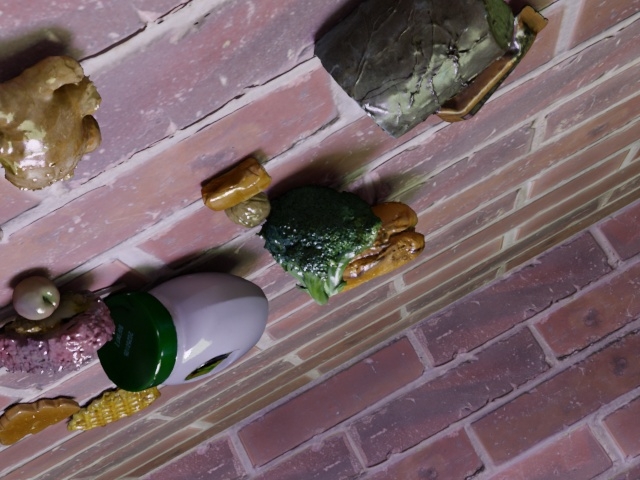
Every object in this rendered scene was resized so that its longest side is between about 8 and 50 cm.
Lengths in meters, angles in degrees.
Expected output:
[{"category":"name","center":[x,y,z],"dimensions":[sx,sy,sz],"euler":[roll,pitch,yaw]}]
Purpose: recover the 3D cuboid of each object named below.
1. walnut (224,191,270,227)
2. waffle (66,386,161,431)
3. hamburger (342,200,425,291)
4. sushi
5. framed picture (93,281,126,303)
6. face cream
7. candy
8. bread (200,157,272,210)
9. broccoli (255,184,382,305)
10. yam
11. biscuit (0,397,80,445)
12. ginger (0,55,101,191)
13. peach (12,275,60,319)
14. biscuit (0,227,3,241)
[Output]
[{"category":"walnut","center":[-0.143,-0.066,1.440],"dimensions":[0.092,0.092,0.092],"euler":[-26,160,-10]},{"category":"waffle","center":[-0.625,0.509,2.231],"dimensions":[0.291,0.051,0.291],"euler":[-24,158,-11]},{"category":"hamburger","center":[0.104,0.016,1.801],"dimensions":[0.290,0.170,0.314],"euler":[-25,177,-35]},{"category":"sushi","center":[-0.518,0.169,1.418],"dimensions":[0.241,0.107,0.161],"euler":[-6,-154,18]},{"category":"framed picture","center":[-0.525,0.181,1.610],"dimensions":[0.189,0.023,0.260],"euler":[-21,159,-30]},{"category":"face cream","center":[-0.301,0.198,1.652],"dimensions":[0.312,0.219,0.357],"euler":[-41,160,31]},{"category":"candy","center":[0.312,-0.332,1.385],"dimensions":[0.271,0.101,0.143],"euler":[-43,163,20]},{"category":"bread","center":[-0.157,-0.101,1.366],"dimensions":[0.132,0.053,0.074],"euler":[-27,160,1]},{"category":"broccoli","center":[0.000,0.000,1.552],"dimensions":[0.265,0.294,0.245],"euler":[-1,122,8]},{"category":"yam","center":[0.154,-0.298,1.126],"dimensions":[0.271,0.201,0.202],"euler":[-43,158,17]},{"category":"biscuit","center":[-0.765,0.473,1.968],"dimensions":[0.239,0.041,0.212],"euler":[-13,149,-39]},{"category":"ginger","center":[-0.354,-0.139,0.936],"dimensions":[0.157,0.102,0.216],"euler":[-47,165,-24]},{"category":"peach","center":[-0.520,0.104,1.337],"dimensions":[0.083,0.083,0.083],"euler":[-26,160,-10]},{"category":"biscuit","center":[-0.578,0.002,1.032],"dimensions":[0.108,0.061,0.239],"euler":[-41,159,24]}]
